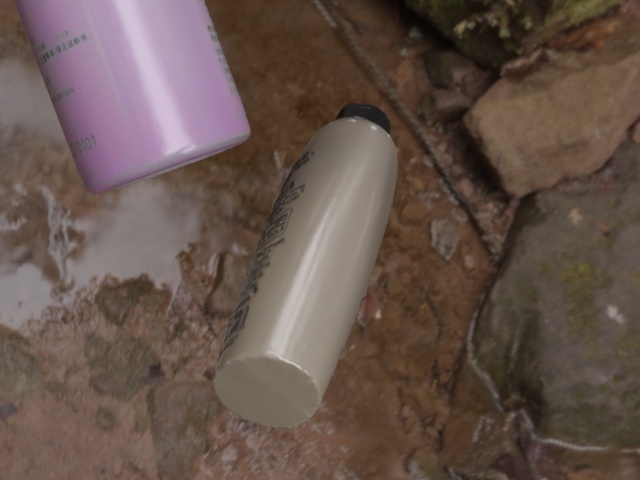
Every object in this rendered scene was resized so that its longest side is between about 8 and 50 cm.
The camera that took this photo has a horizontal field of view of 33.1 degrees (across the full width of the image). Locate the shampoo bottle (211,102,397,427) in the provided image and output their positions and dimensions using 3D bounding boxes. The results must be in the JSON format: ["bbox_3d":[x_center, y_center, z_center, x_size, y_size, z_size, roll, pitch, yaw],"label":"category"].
[{"bbox_3d":[0.000,0.000,0.724,0.078,0.127,0.257,23,50,-6],"label":"shampoo bottle"}]

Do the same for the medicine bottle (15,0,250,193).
[{"bbox_3d":[-0.197,-0.206,1.064,0.178,0.178,0.291,-22,94,-23],"label":"medicine bottle"}]
